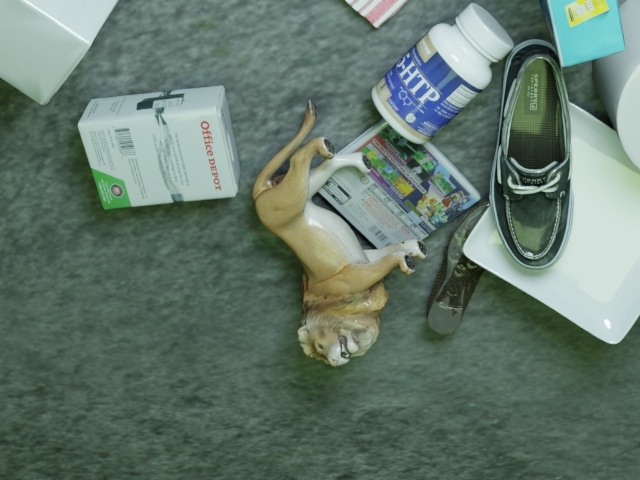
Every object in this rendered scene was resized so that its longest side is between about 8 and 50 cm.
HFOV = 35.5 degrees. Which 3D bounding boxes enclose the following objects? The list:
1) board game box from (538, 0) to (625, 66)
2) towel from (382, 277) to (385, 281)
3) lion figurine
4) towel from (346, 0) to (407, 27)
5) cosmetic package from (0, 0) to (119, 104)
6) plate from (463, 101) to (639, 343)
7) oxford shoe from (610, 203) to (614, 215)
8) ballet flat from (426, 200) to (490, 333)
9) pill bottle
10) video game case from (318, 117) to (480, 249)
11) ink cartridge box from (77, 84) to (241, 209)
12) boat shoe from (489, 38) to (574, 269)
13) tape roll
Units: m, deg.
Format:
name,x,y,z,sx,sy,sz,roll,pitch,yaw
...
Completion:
name,x,y,z,sx,sy,sz,roll,pitch,yaw
board game box,0.267,-0.412,1.170,0.079,0.254,0.336,-15,122,13
towel,0.043,0.053,1.633,0.119,0.029,0.067,29,121,-17
lion figurine,0.000,0.000,1.525,0.240,0.142,0.392,-25,103,27
towel,0.057,-0.394,1.330,0.197,0.029,0.144,37,118,-24
cosmetic package,-0.433,-0.373,1.232,0.385,0.217,0.156,32,139,-19
plate,0.398,-0.027,1.492,0.277,0.045,0.278,31,107,4
oxford shoe,0.488,0.012,1.562,0.076,0.076,0.212,-9,122,3
ballet flat,0.233,0.040,1.608,0.084,0.058,0.250,19,118,2
pill bottle,0.170,-0.232,1.382,0.112,0.112,0.186,36,118,-20
video game case,0.114,-0.082,1.543,0.183,0.023,0.201,-36,115,24
ink cartridge box,-0.231,-0.137,1.479,0.208,0.087,0.153,-4,124,6
boat shoe,0.293,-0.109,1.408,0.121,0.119,0.335,-3,107,13
tape roll,0.505,-0.215,1.346,0.246,0.169,0.246,1,125,1
